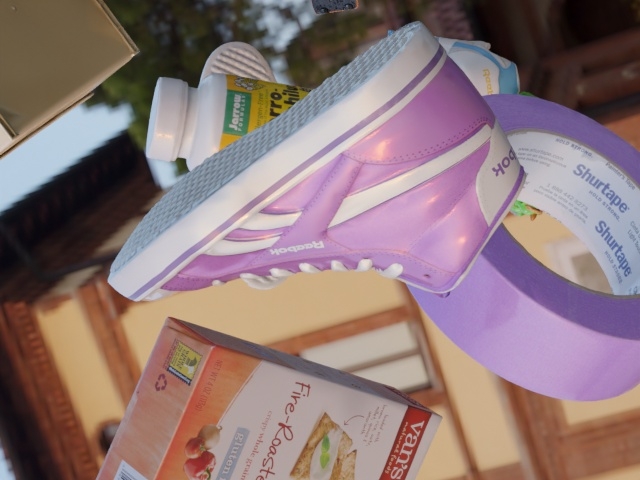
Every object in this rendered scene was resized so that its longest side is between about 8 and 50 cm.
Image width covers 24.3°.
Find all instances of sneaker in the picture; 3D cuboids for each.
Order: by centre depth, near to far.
[{"bbox_3d":[0.000,0.000,0.953,0.161,0.282,0.102,49,-149,-18],"label":"sneaker"},{"bbox_3d":[0.143,-0.191,1.689,0.229,0.092,0.087,-136,36,-60],"label":"sneaker"},{"bbox_3d":[-0.127,-0.110,2.228,0.150,0.135,0.365,-172,77,-73],"label":"sneaker"}]

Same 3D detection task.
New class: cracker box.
[{"bbox_3d":[-0.036,0.161,1.060,0.232,0.067,0.155,21,-87,-41],"label":"cracker box"}]

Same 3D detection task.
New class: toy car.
[{"bbox_3d":[0.038,-0.245,1.695,0.122,0.060,0.040,63,-150,-5],"label":"toy car"}]

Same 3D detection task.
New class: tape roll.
[{"bbox_3d":[0.199,0.002,1.283,0.275,0.090,0.274,17,-137,-17],"label":"tape roll"}]

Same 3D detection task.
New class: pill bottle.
[{"bbox_3d":[-0.076,-0.115,1.584,0.117,0.208,0.117,-171,90,-79],"label":"pill bottle"}]

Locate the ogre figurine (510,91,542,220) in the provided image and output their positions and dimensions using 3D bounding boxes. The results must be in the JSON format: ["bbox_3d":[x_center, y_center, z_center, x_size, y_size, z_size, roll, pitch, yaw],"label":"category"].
[{"bbox_3d":[0.233,-0.090,1.672,0.097,0.118,0.197,34,-176,7],"label":"ogre figurine"}]

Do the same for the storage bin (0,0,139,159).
[{"bbox_3d":[-0.389,-0.244,1.737,0.260,0.123,0.262,54,-139,-8],"label":"storage bin"}]
